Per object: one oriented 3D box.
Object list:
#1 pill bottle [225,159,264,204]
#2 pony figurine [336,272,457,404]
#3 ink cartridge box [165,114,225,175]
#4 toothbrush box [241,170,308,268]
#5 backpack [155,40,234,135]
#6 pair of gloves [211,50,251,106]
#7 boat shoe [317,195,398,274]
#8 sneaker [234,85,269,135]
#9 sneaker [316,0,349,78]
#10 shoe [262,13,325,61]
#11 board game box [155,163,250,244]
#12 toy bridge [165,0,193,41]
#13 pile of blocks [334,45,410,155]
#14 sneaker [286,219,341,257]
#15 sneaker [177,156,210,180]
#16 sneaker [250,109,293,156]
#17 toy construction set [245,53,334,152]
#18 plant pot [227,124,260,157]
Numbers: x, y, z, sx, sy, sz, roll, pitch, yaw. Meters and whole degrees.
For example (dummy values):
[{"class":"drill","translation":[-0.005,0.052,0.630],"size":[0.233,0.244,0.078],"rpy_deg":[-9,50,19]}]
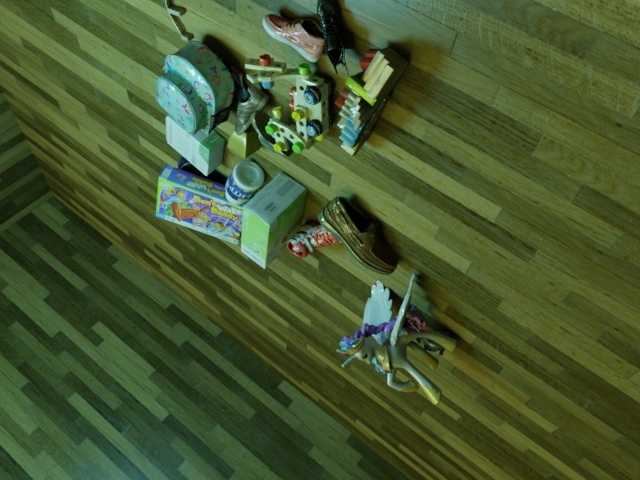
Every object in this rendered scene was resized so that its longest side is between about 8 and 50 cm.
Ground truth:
[{"class":"pill bottle","translation":[-0.279,-0.200,2.025],"size":[0.112,0.112,0.186],"rpy_deg":[46,151,-2]},{"class":"pony figurine","translation":[0.256,0.313,1.840],"size":[0.363,0.351,0.303],"rpy_deg":[29,156,-11]},{"class":"ink cartridge box","translation":[-0.458,-0.365,2.060],"size":[0.212,0.093,0.154],"rpy_deg":[38,149,8]},{"class":"toothbrush box","translation":[-0.164,-0.066,1.957],"size":[0.122,0.206,0.283],"rpy_deg":[36,149,12]},{"class":"backpack","translation":[-0.380,-0.463,1.714],"size":[0.225,0.191,0.253],"rpy_deg":[45,147,3]},{"class":"pair of gloves","translation":[-0.287,-0.494,1.756],"size":[0.198,0.023,0.159],"rpy_deg":[36,151,17]},{"class":"boat shoe","translation":[0.135,-0.012,1.748],"size":[0.307,0.111,0.104],"rpy_deg":[38,129,-12]},{"class":"sneaker","translation":[-0.225,-0.402,1.732],"size":[0.071,0.066,0.188],"rpy_deg":[38,135,-13]},{"class":"sneaker","translation":[0.031,-0.472,1.315],"size":[0.051,0.089,0.170],"rpy_deg":[-12,135,8]},{"class":"shoe","translation":[-0.061,-0.525,1.398],"size":[0.178,0.063,0.081],"rpy_deg":[37,149,3]},{"class":"board game box","translation":[-0.457,-0.135,2.197],"size":[0.346,0.078,0.233],"rpy_deg":[19,140,-4]},{"class":"toy bridge","translation":[-0.432,-0.687,1.686],"size":[0.063,0.026,0.188],"rpy_deg":[29,147,30]},{"class":"pile of blocks","translation":[0.084,-0.332,1.371],"size":[0.112,0.149,0.362],"rpy_deg":[40,151,7]},{"class":"sneaker","translation":[0.000,0.001,1.899],"size":[0.270,0.145,0.090],"rpy_deg":[3,131,49]},{"class":"sneaker","translation":[-0.476,-0.227,2.284],"size":[0.283,0.107,0.124],"rpy_deg":[60,177,-39]},{"class":"sneaker","translation":[-0.169,-0.328,1.739],"size":[0.086,0.064,0.192],"rpy_deg":[16,160,44]},{"class":"toy construction set","translation":[-0.076,-0.372,1.535],"size":[0.214,0.151,0.328],"rpy_deg":[26,157,25]},{"class":"plant pot","translation":[-0.248,-0.337,1.851],"size":[0.081,0.081,0.083],"rpy_deg":[34,139,18]}]
